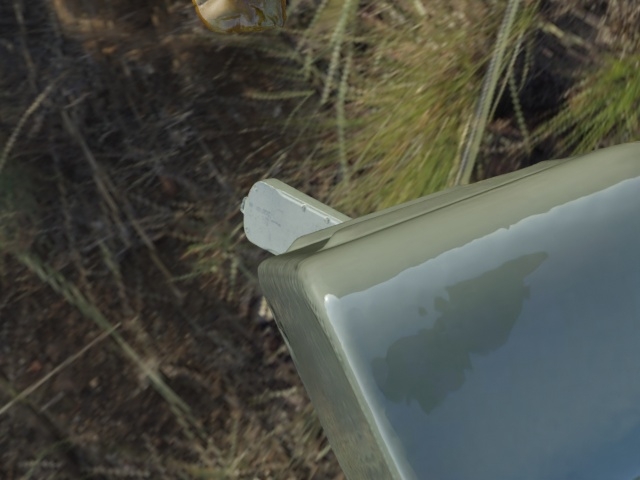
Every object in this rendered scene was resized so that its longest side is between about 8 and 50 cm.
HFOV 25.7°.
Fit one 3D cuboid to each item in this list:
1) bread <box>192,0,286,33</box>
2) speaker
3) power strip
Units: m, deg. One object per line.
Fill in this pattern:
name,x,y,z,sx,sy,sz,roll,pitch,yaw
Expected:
bread,-0.104,-0.424,1.859,0.132,0.167,0.294,1,105,9
speaker,0.087,0.056,0.794,0.184,0.406,0.183,-24,91,-6
power strip,0.000,0.000,1.576,0.227,0.029,0.080,29,119,32
